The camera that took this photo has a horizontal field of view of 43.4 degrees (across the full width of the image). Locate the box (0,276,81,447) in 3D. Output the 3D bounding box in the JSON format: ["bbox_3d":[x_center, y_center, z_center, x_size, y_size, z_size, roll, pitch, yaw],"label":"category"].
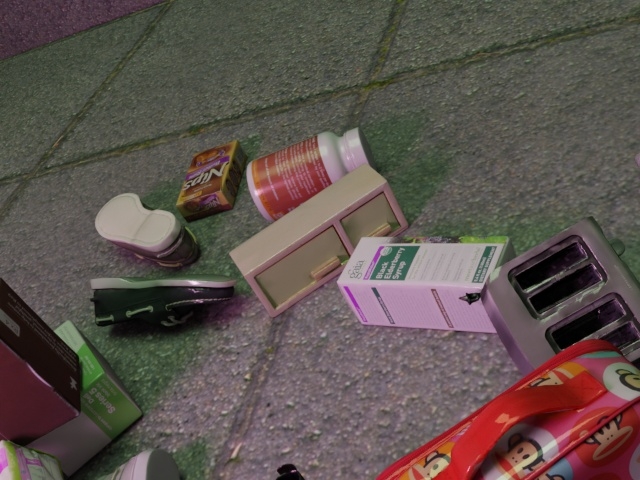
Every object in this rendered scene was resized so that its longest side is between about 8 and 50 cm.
[{"bbox_3d":[-0.549,0.236,1.119,0.381,0.191,0.143,-28,36,3],"label":"box"}]

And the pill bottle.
[{"bbox_3d":[-0.014,-0.122,1.448,0.216,0.121,0.121,-20,35,15],"label":"pill bottle"}]

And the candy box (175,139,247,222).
[{"bbox_3d":[-0.223,-0.126,1.669,0.109,0.053,0.187,-16,38,19],"label":"candy box"}]

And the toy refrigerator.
[{"bbox_3d":[0.000,0.000,1.299,0.269,0.102,0.094,-33,34,-6],"label":"toy refrigerator"}]

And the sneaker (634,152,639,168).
[{"bbox_3d":[0.542,-0.151,1.109,0.228,0.086,0.132,-25,32,10],"label":"sneaker"}]

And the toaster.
[{"bbox_3d":[0.281,0.083,0.922,0.185,0.110,0.168,-29,72,1],"label":"toaster"}]

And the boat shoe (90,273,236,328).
[{"bbox_3d":[-0.269,0.105,1.378,0.302,0.091,0.114,-3,-2,35],"label":"boat shoe"}]

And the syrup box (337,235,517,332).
[{"bbox_3d":[0.151,0.058,1.117,0.237,0.096,0.093,1,45,36],"label":"syrup box"}]

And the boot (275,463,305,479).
[{"bbox_3d":[-0.021,0.348,0.836,0.077,0.137,0.198,-21,36,14],"label":"boot"}]

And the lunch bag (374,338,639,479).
[{"bbox_3d":[0.190,0.232,0.722,0.293,0.258,0.120,-32,34,-4],"label":"lunch bag"}]

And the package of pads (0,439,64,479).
[{"bbox_3d":[-0.400,0.418,1.006,0.229,0.101,0.296,-52,35,3],"label":"package of pads"}]

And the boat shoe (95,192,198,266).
[{"bbox_3d":[-0.347,-0.018,1.590,0.305,0.091,0.109,19,69,49],"label":"boat shoe"}]

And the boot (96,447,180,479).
[{"bbox_3d":[-0.253,0.390,1.016,0.123,0.095,0.258,-30,28,18],"label":"boot"}]

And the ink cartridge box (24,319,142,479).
[{"bbox_3d":[-0.444,0.283,1.252,0.273,0.115,0.198,-40,36,-14],"label":"ink cartridge box"}]
